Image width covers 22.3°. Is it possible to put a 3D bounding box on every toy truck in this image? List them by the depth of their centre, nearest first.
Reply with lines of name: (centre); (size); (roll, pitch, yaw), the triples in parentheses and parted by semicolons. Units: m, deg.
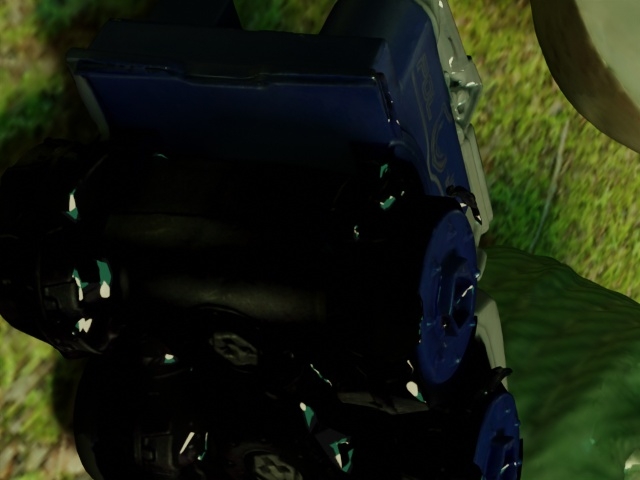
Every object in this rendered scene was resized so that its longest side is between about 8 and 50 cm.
toy truck: (0.000, 0.000, 0.573); (0.213, 0.161, 0.177); (72, 34, -46)

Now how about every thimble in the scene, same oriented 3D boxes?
thimble: (0.090, 0.121, 0.726); (0.219, 0.150, 0.219); (-35, 138, -38)

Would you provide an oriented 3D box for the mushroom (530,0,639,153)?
mushroom: (0.200, -0.137, 0.650); (0.195, 0.189, 0.253); (41, 100, -10)
